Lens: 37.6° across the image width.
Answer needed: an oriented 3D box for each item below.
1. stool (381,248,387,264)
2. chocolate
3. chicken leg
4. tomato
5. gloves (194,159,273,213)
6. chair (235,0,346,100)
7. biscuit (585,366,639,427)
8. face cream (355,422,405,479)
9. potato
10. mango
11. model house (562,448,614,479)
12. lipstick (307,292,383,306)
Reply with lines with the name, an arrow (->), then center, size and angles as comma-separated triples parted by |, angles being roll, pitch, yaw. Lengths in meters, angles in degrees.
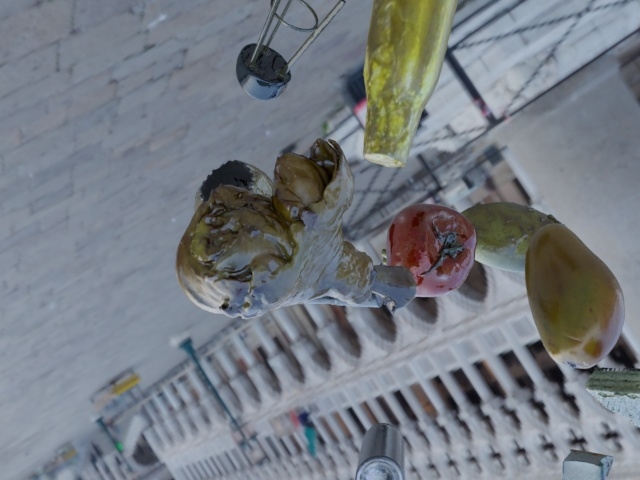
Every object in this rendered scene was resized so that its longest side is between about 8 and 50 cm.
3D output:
stool -> 0.208, 0.088, 2.485 | 0.135, 0.110, 0.134 | -63, 161, -58
chocolate -> 0.146, -0.349, 1.637 | 0.162, 0.162, 0.446 | 130, -27, -78
chicken leg -> 0.000, 0.000, 1.387 | 0.182, 0.409, 0.295 | 43, -68, 55
tomato -> 0.202, 0.026, 1.744 | 0.187, 0.187, 0.151 | -30, 178, -37
gloves -> -0.202, -0.091, 2.255 | 0.203, 0.155, 0.356 | -42, 179, -2
chair -> -0.057, -0.329, 1.470 | 0.104, 0.095, 0.221 | 16, 133, -22
biscuit -> 0.491, 0.247, 1.266 | 0.150, 0.252, 0.052 | -9, -127, 60
face cream -> 0.097, 0.344, 1.486 | 0.073, 0.073, 0.283 | -33, 178, 5
potato -> 0.442, -0.006, 2.141 | 0.176, 0.298, 0.141 | -80, -174, -55
mango -> 0.386, 0.077, 1.438 | 0.138, 0.253, 0.113 | -30, 138, 27
model house -> 0.557, 0.486, 1.939 | 0.087, 0.101, 0.100 | 1, -170, 33
lipstick -> 0.039, 0.145, 2.360 | 0.234, 0.054, 0.053 | -3, -171, 23
